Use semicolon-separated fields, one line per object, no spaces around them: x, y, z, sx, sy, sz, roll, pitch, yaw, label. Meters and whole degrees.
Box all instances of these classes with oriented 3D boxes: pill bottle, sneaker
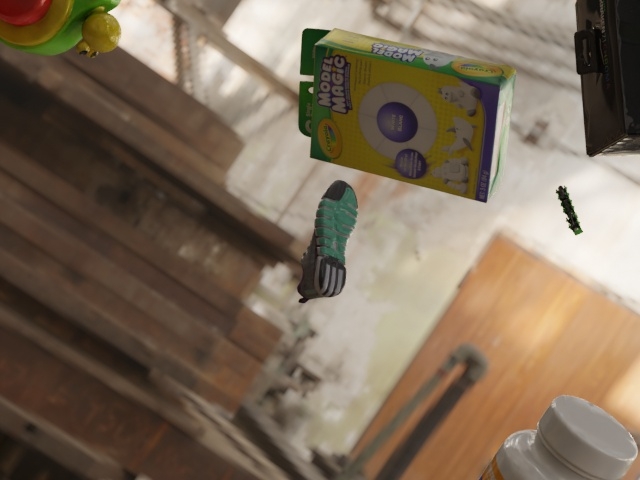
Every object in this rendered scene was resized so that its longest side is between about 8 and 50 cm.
0.247;0.317;1.669;0.152;0.272;0.152;25;22;-11;pill bottle
0.000;0.000;2.522;0.083;0.224;0.098;29;-31;-31;sneaker

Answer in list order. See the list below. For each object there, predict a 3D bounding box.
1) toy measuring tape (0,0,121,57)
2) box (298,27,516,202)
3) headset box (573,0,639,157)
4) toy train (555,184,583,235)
-0.343;-0.288;1.528;0.330;0.121;0.121;38;0;16;toy measuring tape
0.059;-0.103;1.139;0.179;0.105;0.043;16;34;22;box
0.451;-0.232;1.761;0.283;0.246;0.131;-2;-8;-11;headset box
0.330;-0.040;1.905;0.024;0.017;0.083;48;22;-41;toy train
